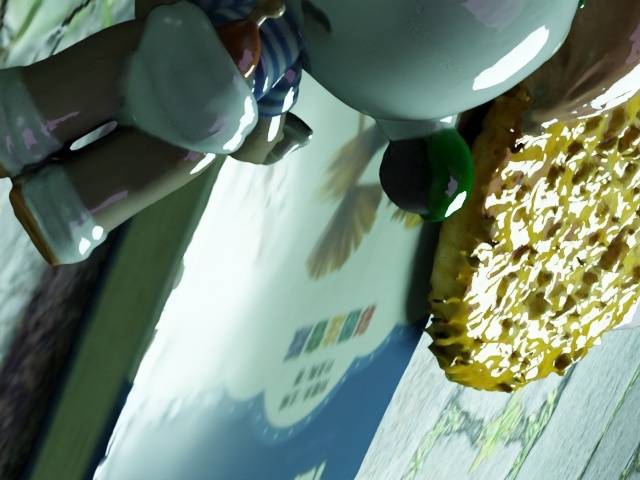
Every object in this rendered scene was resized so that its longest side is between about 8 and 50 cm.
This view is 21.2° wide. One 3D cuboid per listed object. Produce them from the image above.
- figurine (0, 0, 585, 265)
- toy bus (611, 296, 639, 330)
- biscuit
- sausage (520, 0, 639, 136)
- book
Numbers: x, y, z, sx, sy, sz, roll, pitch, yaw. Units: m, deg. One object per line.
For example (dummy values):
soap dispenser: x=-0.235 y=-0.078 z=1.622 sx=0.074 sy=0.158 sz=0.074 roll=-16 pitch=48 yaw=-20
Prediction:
figurine: x=-0.004 y=-0.065 z=0.482 sx=0.197 sy=0.147 sz=0.093 roll=-29 pitch=-169 yaw=-2
toy bus: x=0.206 y=-0.103 z=0.977 sx=0.138 sy=0.112 sz=0.317 roll=-11 pitch=127 yaw=-52
biscuit: x=0.140 y=-0.035 z=0.820 sx=0.254 sy=0.035 sz=0.254 roll=-37 pitch=144 yaw=-32
sausage: x=0.157 y=-0.239 z=0.623 sx=0.433 sy=0.087 sz=0.088 roll=-70 pitch=160 yaw=3
book: x=0.000 y=0.000 z=0.691 sx=0.300 sy=0.039 sz=0.428 roll=-11 pitch=126 yaw=-66
